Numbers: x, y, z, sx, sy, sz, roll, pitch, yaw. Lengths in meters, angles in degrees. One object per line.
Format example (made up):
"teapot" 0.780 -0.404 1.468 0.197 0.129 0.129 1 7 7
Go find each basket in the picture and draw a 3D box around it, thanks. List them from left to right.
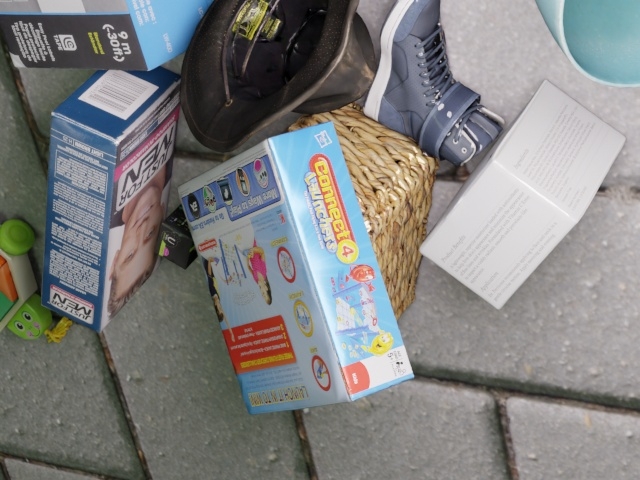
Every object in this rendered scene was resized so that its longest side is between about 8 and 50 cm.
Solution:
"basket" 0.000 0.000 1.972 0.213 0.223 0.299 23 134 17

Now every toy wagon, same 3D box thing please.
"toy wagon" -0.534 0.044 2.465 0.344 0.068 0.267 43 136 -3

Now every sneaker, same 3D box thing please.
"sneaker" 0.144 -0.186 1.818 0.163 0.086 0.226 37 146 19

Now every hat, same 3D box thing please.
"hat" -0.020 -0.214 1.810 0.134 0.331 0.331 29 143 -31

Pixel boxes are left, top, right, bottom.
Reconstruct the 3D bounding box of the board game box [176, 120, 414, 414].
"board game box" -0.038 0.043 1.868 0.308 0.086 0.302 -18 89 64

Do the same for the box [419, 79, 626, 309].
"box" 0.229 -0.052 1.809 0.119 0.182 0.181 37 136 1

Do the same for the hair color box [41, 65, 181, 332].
"hair color box" -0.283 -0.062 2.142 0.105 0.174 0.347 25 134 13

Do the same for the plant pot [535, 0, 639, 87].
"plant pot" 0.304 -0.319 1.521 0.195 0.290 0.290 57 148 38

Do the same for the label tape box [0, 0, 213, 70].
"label tape box" -0.263 -0.338 1.963 0.333 0.106 0.241 5 126 31

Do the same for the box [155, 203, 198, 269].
"box" -0.179 -0.014 2.176 0.052 0.083 0.062 29 135 11
